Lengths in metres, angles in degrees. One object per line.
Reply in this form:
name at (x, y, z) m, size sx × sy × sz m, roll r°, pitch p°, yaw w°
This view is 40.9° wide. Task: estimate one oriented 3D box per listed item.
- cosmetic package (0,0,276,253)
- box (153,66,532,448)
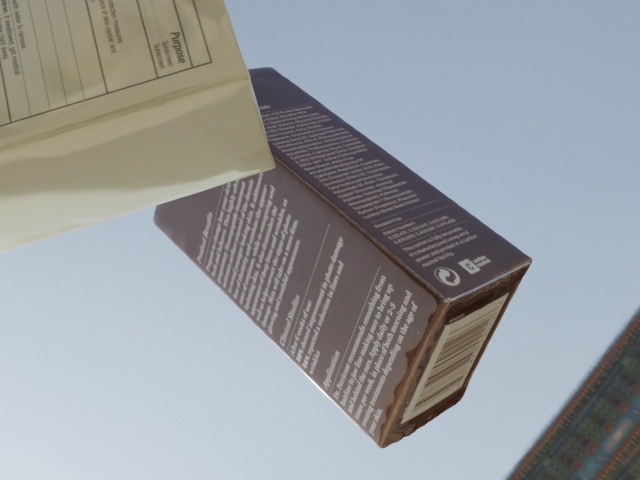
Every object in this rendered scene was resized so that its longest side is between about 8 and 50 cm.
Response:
cosmetic package at (-0.199, -0.085, 0.511) m, size 0.310 × 0.160 × 0.113 m, roll -16°, pitch -24°, yaw -2°
box at (0.000, 0.000, 0.867) m, size 0.143 × 0.381 × 0.191 m, roll -20°, pitch -40°, yaw -43°
